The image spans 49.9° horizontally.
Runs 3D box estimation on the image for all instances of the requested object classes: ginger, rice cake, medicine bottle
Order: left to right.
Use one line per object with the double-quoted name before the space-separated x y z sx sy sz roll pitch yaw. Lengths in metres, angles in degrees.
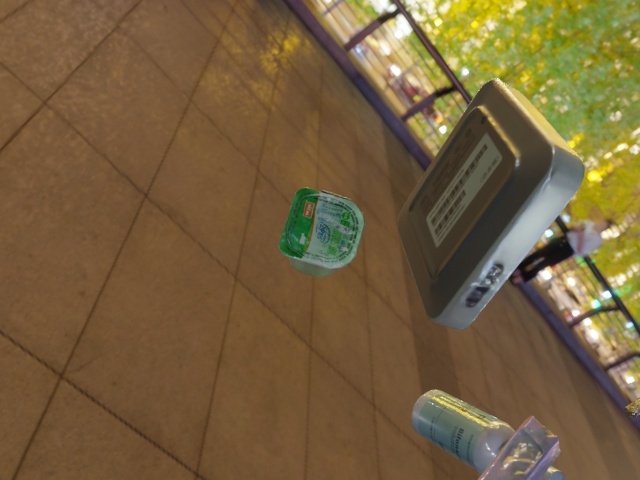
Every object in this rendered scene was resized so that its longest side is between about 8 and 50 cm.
"rice cake" 0.182 0.335 0.814 0.050 0.298 0.106 37 -19 30
"medicine bottle" 0.329 0.405 1.370 0.110 0.110 0.352 43 -14 -29
"ginger" 0.419 0.207 0.872 0.097 0.048 0.030 -22 62 -28

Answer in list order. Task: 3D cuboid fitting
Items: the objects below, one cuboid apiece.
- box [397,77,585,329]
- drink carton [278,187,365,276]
"box" 0.275 -0.076 1.241 0.090 0.367 0.373 22 27 -19
"drink carton" 0.000 0.000 1.340 0.142 0.144 0.146 105 2 -69
